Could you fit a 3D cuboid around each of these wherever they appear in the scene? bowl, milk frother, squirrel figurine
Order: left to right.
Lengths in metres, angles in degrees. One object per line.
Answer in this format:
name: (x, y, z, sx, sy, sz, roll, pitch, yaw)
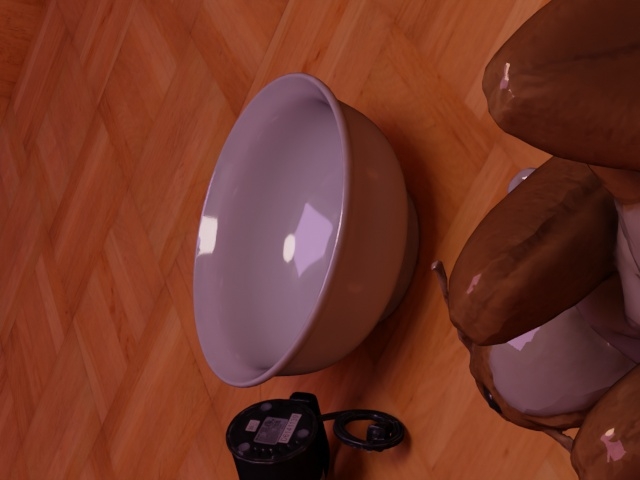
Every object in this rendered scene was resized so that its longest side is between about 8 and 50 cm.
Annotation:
bowl: (0.000, 0.000, 1.245, 0.298, 0.134, 0.298, -31, 54, 54)
milk frother: (0.003, 0.217, 1.205, 0.143, 0.129, 0.135, 17, 133, 34)
squirrel figurine: (0.242, -0.028, 0.727, 0.397, 0.281, 0.370, -47, -6, -17)
